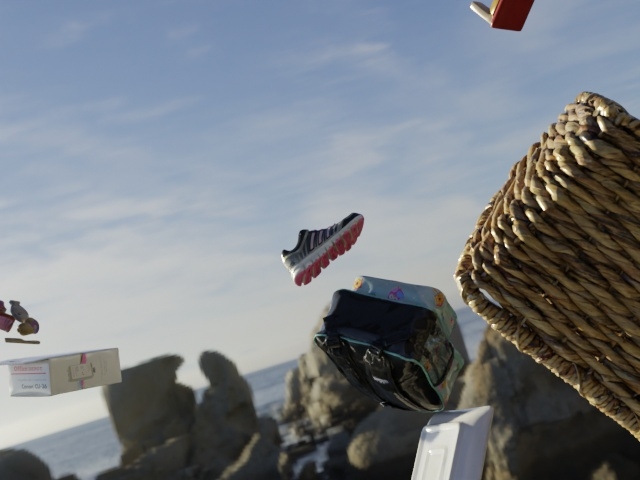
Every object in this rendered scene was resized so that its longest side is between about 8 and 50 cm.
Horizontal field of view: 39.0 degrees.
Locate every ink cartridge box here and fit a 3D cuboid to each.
[{"bbox_3d":[-0.458,0.230,1.567,0.115,0.067,0.198,-8,-4,35],"label":"ink cartridge box"}]

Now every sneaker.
[{"bbox_3d":[0.000,0.000,1.547,0.170,0.075,0.063,-41,-28,-15],"label":"sneaker"}]

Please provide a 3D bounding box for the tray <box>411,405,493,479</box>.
[{"bbox_3d":[0.132,0.327,1.069,0.030,0.270,0.145,21,-21,-17],"label":"tray"}]

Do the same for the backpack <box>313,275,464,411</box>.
[{"bbox_3d":[0.101,0.140,1.187,0.165,0.188,0.144,6,51,32],"label":"backpack"}]

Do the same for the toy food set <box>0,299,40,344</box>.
[{"bbox_3d":[-0.469,0.116,1.372,0.078,0.019,0.122,10,20,-43],"label":"toy food set"}]

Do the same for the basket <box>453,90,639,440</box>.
[{"bbox_3d":[0.299,0.029,0.864,0.223,0.299,0.213,-54,1,14],"label":"basket"}]

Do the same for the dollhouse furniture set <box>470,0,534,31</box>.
[{"bbox_3d":[0.307,-0.495,1.369,0.201,0.152,0.374,0,-53,-27],"label":"dollhouse furniture set"}]
